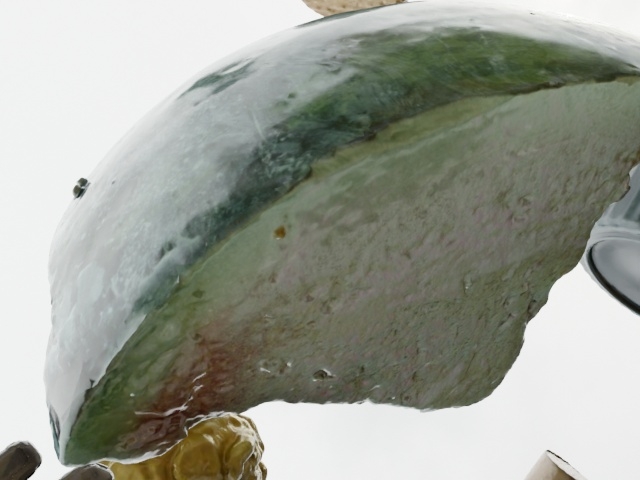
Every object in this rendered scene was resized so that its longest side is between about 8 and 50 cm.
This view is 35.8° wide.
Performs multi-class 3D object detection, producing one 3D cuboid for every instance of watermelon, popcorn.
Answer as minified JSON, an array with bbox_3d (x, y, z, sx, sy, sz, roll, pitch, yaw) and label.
[{"bbox_3d":[0.000,0.000,0.501,0.320,0.289,0.214,-38,-66,-16],"label":"watermelon"},{"bbox_3d":[-0.179,0.286,1.223,0.250,0.190,0.250,-44,-29,-32],"label":"popcorn"}]

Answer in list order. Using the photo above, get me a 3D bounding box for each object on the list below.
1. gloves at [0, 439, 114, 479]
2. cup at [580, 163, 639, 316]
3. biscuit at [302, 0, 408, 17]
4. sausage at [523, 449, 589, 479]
[{"bbox_3d":[-0.236,0.176,0.614,0.142,0.285,0.119,36,-122,-79],"label":"gloves"},{"bbox_3d":[0.424,-0.052,1.052,0.242,0.308,0.292,34,-106,2],"label":"cup"},{"bbox_3d":[0.027,-0.384,1.222,0.035,0.254,0.254,-39,-70,-40],"label":"biscuit"},{"bbox_3d":[0.302,0.436,1.422,0.123,0.123,0.253,29,-81,-33],"label":"sausage"}]
